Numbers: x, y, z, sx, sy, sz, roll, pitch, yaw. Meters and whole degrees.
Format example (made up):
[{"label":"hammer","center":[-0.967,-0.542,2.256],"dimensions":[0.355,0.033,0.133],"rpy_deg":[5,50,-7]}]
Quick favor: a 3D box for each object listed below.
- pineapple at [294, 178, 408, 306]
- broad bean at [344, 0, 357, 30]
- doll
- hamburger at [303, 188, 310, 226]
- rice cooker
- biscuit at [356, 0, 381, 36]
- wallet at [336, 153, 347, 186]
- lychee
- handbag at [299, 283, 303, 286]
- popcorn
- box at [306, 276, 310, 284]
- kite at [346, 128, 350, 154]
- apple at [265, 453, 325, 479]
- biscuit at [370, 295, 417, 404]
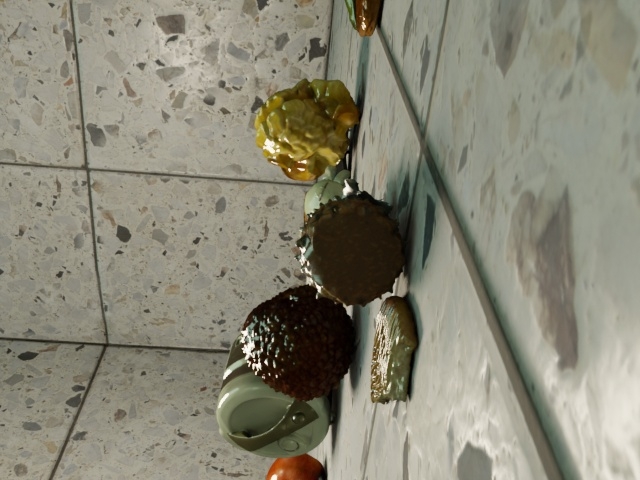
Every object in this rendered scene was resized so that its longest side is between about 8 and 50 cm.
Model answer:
[{"label":"pineapple","center":[0.040,-0.013,1.010],"dimensions":[0.364,0.165,0.166],"rpy_deg":[-91,5,-78]},{"label":"broad bean","center":[0.092,-0.719,1.681],"dimensions":[0.077,0.061,0.339],"rpy_deg":[46,-131,-84]},{"label":"doll","center":[0.018,-0.052,1.678],"dimensions":[0.113,0.154,0.275],"rpy_deg":[-23,-55,-51]},{"label":"hamburger","center":[0.001,-0.055,1.958],"dimensions":[0.231,0.106,0.231],"rpy_deg":[175,90,-89]},{"label":"rice cooker","center":[-0.126,0.421,1.798],"dimensions":[0.325,0.334,0.335],"rpy_deg":[-83,-1,-54]},{"label":"biscuit","center":[0.111,-0.561,1.279],"dimensions":[0.277,0.052,0.262],"rpy_deg":[-160,69,-86]},{"label":"wallet","center":[0.061,-0.189,1.823],"dimensions":[0.124,0.025,0.245],"rpy_deg":[131,138,-82]},{"label":"lychee","center":[-0.042,0.233,1.432],"dimensions":[0.267,0.267,0.268],"rpy_deg":[-176,90,-87]},{"label":"handbag","center":[-0.038,0.359,2.339],"dimensions":[0.401,0.132,0.283],"rpy_deg":[-92,2,-64]},{"label":"popcorn","center":[-0.036,-0.298,1.668],"dimensions":[0.332,0.264,0.225],"rpy_deg":[-35,56,51]},{"label":"box","center":[0.001,0.000,2.244],"dimensions":[0.330,0.095,0.210],"rpy_deg":[-93,7,-54]},{"label":"kite","center":[0.074,-0.301,1.937],"dimensions":[0.245,0.015,0.141],"rpy_deg":[-100,11,-80]},{"label":"apple","center":[-0.071,0.727,1.945],"dimensions":[0.199,0.199,0.199],"rpy_deg":[-176,90,-87]},{"label":"biscuit","center":[0.093,0.169,0.888],"dimensions":[0.176,0.031,0.229],"rpy_deg":[-88,4,-55]}]
